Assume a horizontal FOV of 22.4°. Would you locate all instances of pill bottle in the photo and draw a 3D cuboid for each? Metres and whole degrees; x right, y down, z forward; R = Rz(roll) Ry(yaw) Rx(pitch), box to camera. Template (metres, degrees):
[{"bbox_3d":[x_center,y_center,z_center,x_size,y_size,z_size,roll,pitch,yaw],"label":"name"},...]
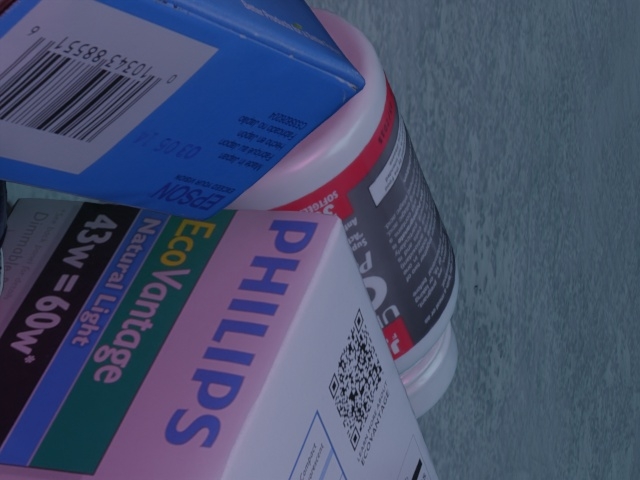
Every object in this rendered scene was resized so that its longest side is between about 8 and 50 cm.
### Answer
[{"bbox_3d":[0.000,0.000,1.167,0.318,0.176,0.176,64,38,-46],"label":"pill bottle"}]

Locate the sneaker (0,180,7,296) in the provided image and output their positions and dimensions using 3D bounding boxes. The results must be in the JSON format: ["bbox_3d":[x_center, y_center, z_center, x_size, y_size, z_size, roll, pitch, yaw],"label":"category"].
[{"bbox_3d":[-0.194,-0.004,0.740,0.121,0.112,0.299,-57,171,-14],"label":"sneaker"}]

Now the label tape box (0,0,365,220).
[{"bbox_3d":[-0.151,-0.176,0.654,0.334,0.106,0.240,56,17,19],"label":"label tape box"}]

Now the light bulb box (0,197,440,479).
[{"bbox_3d":[-0.094,0.223,0.932,0.358,0.225,0.361,-65,147,-37],"label":"light bulb box"}]
